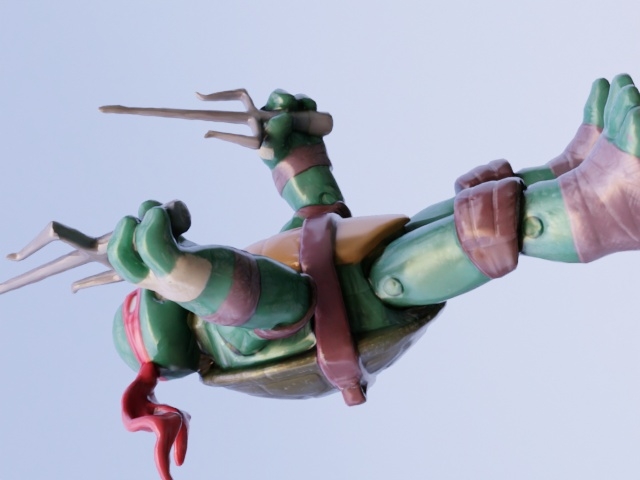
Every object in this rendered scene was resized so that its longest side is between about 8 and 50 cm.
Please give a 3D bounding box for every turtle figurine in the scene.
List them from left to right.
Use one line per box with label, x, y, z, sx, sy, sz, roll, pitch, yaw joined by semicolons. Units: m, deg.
turtle figurine;0.000;0.000;0.412;0.175;0.234;0.118;-86;-20;-66
